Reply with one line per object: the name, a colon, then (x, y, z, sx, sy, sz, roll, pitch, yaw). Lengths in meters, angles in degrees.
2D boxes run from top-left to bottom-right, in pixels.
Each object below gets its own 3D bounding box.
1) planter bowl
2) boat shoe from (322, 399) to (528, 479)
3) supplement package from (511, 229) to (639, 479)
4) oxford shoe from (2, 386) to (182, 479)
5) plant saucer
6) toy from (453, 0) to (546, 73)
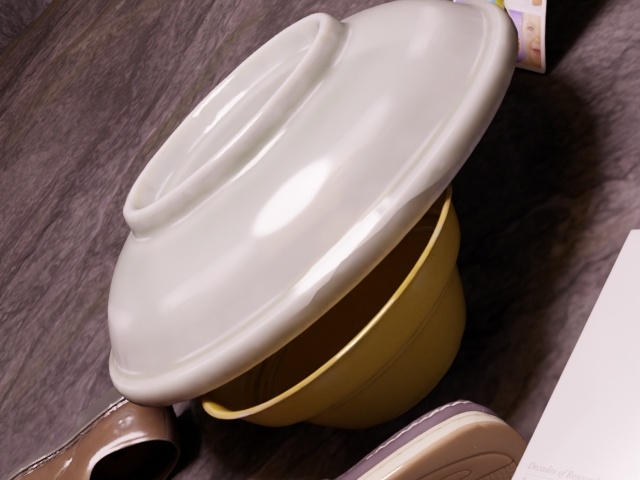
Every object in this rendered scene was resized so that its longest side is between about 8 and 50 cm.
planter bowl: (0.028, 0.056, 0.695, 0.217, 0.090, 0.217, -39, 19, 16)
boat shoe: (-0.009, 0.181, 0.598, 0.285, 0.103, 0.092, -47, 33, 13)
supplement package: (0.168, 0.095, 0.459, 0.105, 0.105, 0.179, 1, 55, 54)
oxford shoe: (-0.199, 0.214, 0.835, 0.227, 0.083, 0.096, -48, 33, 2)
plant saucer: (-0.040, -0.061, 0.792, 0.400, 0.100, 0.400, -40, 19, 17)
toy: (0.126, -0.257, 0.838, 0.056, 0.237, 0.137, -14, 23, -22)
